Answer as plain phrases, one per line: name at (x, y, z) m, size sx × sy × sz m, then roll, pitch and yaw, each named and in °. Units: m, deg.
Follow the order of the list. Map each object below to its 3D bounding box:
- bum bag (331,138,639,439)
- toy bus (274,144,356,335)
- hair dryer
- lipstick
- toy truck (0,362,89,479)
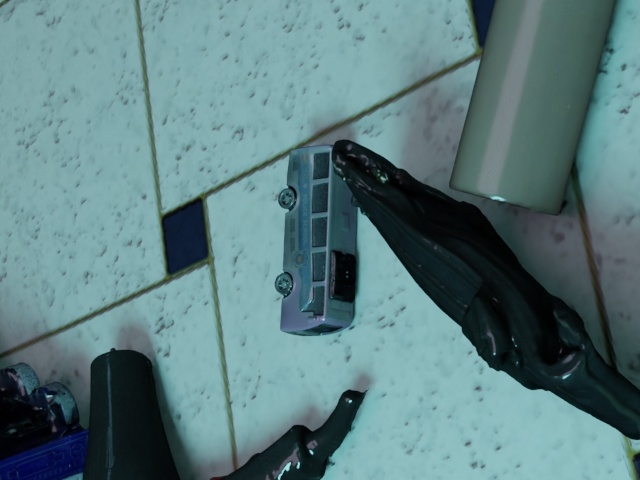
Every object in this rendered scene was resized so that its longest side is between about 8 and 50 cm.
bum bag at (0.097, 0.028, 0.886) m, size 0.060 × 0.123 × 0.248 m, roll -43°, pitch 50°, yaw 3°
toy bus at (0.000, 0.000, 1.043) m, size 0.052 × 0.037 × 0.130 m, roll -6°, pitch 77°, yaw 39°
hair dryer at (-0.066, 0.150, 1.075) m, size 0.272 × 0.091 × 0.235 m, roll -26°, pitch 54°, yaw 26°
lipstick at (0.141, -0.146, 0.903) m, size 0.070 × 0.070 × 0.254 m, roll 18°, pitch 96°, yaw 45°
toy truck at (-0.301, 0.175, 1.242) m, size 0.268 × 0.124 × 0.155 m, roll 22°, pitch 120°, yaw 47°
